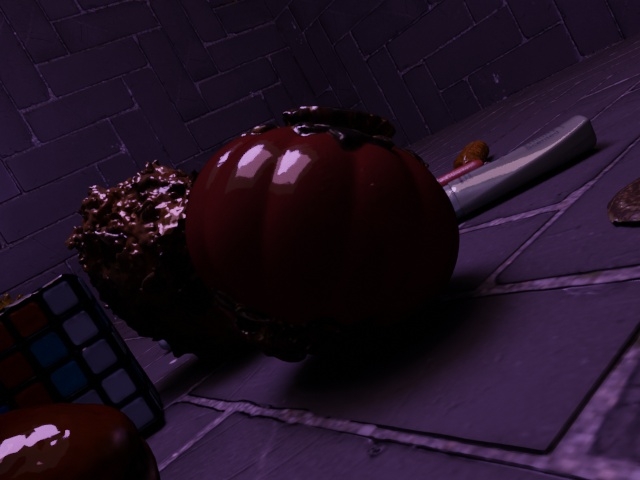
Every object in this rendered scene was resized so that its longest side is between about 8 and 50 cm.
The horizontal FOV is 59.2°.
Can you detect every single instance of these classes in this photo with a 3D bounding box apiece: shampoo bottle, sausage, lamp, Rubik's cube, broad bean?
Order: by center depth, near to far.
[{"bbox_3d":[-0.206,0.172,0.313,0.228,0.122,0.156,-20,20,-7],"label":"broad bean"},{"bbox_3d":[0.000,0.000,0.471,0.226,0.227,0.227,-29,7,4],"label":"lamp"},{"bbox_3d":[-0.302,0.158,0.618,0.182,0.187,0.184,-33,5,-19],"label":"Rubik's cube"},{"bbox_3d":[0.238,-0.087,0.713,0.212,0.049,0.072,-29,11,9],"label":"shampoo bottle"},{"bbox_3d":[0.172,-0.074,0.967,0.253,0.034,0.034,-29,7,15],"label":"sausage"}]

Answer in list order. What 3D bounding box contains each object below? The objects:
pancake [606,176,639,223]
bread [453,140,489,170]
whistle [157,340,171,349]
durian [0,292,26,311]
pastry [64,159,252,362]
[{"bbox_3d":[0.267,-0.042,0.421,0.114,0.011,0.115,-29,7,4],"label":"pancake"},{"bbox_3d":[0.279,-0.152,1.038,0.052,0.044,0.157,-29,6,28],"label":"bread"},{"bbox_3d":[-0.241,0.162,0.964,0.100,0.035,0.035,-25,8,23],"label":"whistle"},{"bbox_3d":[-0.520,0.210,0.931,0.292,0.258,0.258,-27,6,-21],"label":"durian"},{"bbox_3d":[-0.172,0.020,0.713,0.274,0.275,0.193,-21,29,52],"label":"pastry"}]
